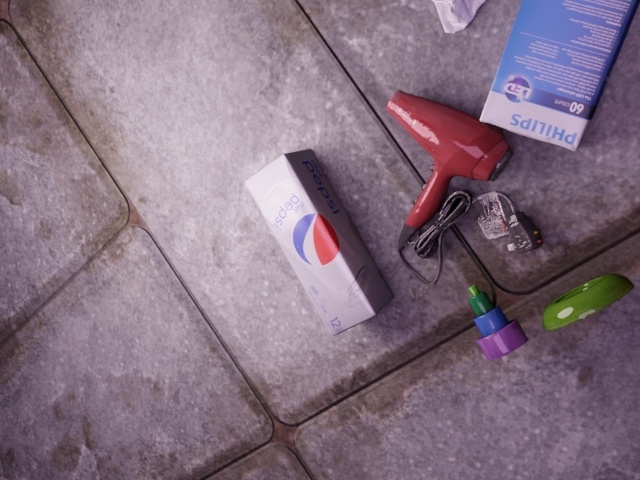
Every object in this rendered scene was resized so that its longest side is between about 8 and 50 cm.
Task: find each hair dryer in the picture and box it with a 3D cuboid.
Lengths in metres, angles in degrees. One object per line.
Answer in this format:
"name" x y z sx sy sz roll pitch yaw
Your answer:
"hair dryer" 0.173 -0.084 0.942 0.223 0.080 0.294 -18 94 29

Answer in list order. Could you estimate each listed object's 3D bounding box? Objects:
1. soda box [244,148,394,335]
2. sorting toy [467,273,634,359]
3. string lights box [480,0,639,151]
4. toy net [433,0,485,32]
"soda box" 0.000 0.000 1.036 0.091 0.098 0.287 -30 88 28
"sorting toy" 0.350 0.029 0.864 0.365 0.127 0.126 -33 81 27
"string lights box" 0.316 -0.260 0.831 0.133 0.076 0.260 23 112 19
"toy net" 0.176 -0.406 0.880 0.122 0.045 0.233 13 108 22
